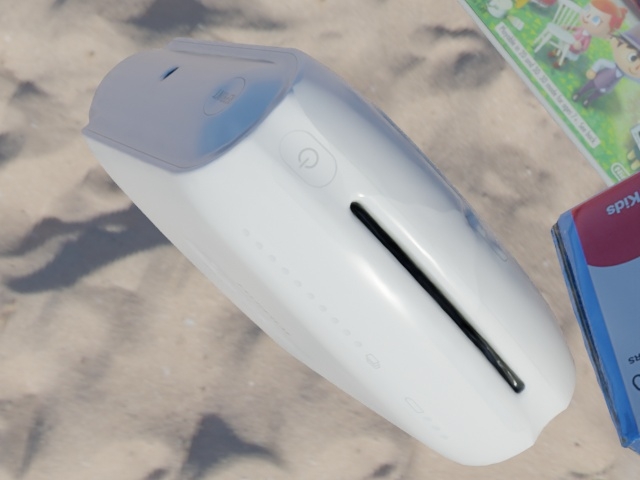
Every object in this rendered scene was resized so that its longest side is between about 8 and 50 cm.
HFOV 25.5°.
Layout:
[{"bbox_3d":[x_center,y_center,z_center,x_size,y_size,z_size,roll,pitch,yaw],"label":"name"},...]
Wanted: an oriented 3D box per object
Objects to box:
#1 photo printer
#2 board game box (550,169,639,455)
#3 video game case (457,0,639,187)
[{"bbox_3d":[0.000,0.000,0.814,0.107,0.256,0.307,-47,23,-9],"label":"photo printer"},{"bbox_3d":[0.286,0.020,0.447,0.308,0.302,0.086,-32,46,25],"label":"board game box"},{"bbox_3d":[0.196,-0.124,0.754,0.193,0.023,0.212,-41,85,32],"label":"video game case"}]
